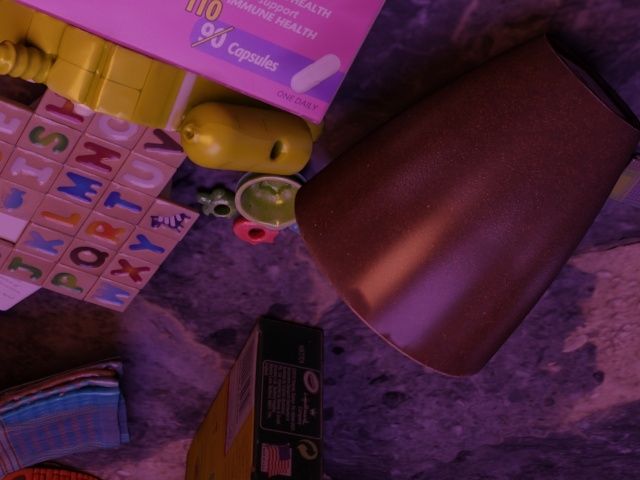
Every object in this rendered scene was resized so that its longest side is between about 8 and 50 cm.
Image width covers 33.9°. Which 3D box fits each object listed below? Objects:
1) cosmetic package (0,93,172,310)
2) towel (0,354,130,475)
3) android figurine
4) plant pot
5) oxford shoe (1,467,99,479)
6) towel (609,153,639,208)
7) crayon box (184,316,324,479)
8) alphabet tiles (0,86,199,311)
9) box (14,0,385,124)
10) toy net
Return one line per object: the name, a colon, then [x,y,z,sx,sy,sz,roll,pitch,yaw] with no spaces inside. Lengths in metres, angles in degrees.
cosmetic package: [-0.246,-0.037,0.918,0.231,0.085,0.117,-29,132,31]
towel: [-0.384,0.228,1.122,0.370,0.040,0.271,-16,160,-15]
android figurine: [-0.122,-0.114,0.720,0.273,0.248,0.056,3,113,-54]
plant pot: [0.134,-0.045,0.839,0.215,0.215,0.230,30,118,-30]
oxford shoe: [-0.314,0.413,1.421,0.133,0.130,0.364,-21,136,31]
towel: [0.308,-0.049,0.963,0.083,0.009,0.060,13,139,-14]
crayon box: [-0.084,0.258,1.179,0.081,0.202,0.318,13,139,-16]
alphabet tiles: [-0.204,-0.033,0.855,0.198,0.009,0.237,21,135,-24]
box: [-0.048,-0.226,0.609,0.213,0.117,0.243,20,113,-22]
toy net: [0.000,0.000,0.992,0.232,0.045,0.122,31,131,-32]
